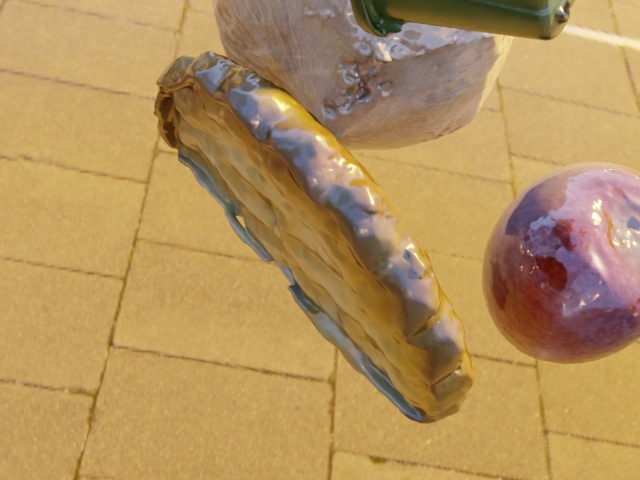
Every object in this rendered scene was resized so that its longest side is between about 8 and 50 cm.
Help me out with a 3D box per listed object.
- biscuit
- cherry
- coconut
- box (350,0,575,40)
[{"bbox_3d":[0.000,0.000,0.641,0.078,0.329,0.335,-39,109,-10],"label":"biscuit"},{"bbox_3d":[0.277,0.027,0.969,0.206,0.239,0.239,47,50,-13],"label":"cherry"},{"bbox_3d":[0.054,-0.278,1.069,0.405,0.404,0.404,7,50,-9],"label":"coconut"},{"bbox_3d":[0.116,-0.305,0.570,0.178,0.328,0.252,23,68,29],"label":"box"}]
